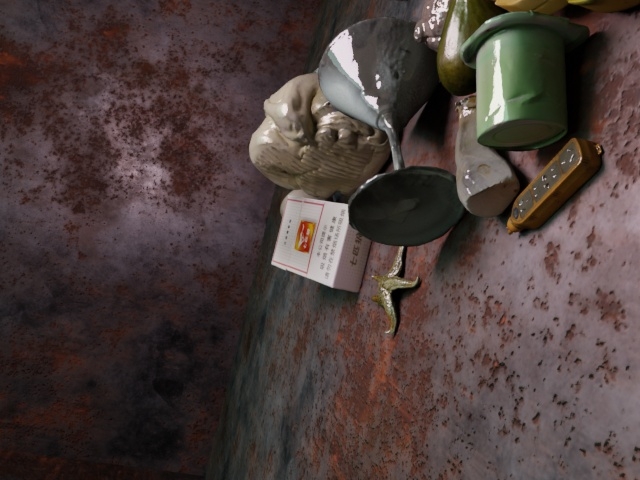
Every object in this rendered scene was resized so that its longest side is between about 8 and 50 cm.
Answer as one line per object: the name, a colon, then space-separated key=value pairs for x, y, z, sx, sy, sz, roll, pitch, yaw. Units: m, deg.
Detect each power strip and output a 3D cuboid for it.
power strip: x=0.298 y=-0.063 z=0.753 sx=0.178 sy=0.028 sz=0.049 roll=119 pitch=159 yaw=-49

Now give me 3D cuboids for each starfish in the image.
starfish: x=0.148 y=0.087 z=1.193 sx=0.223 sy=0.050 sz=0.217 roll=-21 pitch=49 yaw=67

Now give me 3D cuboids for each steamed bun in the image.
steamed bun: x=0.002 y=-0.286 z=1.485 sx=0.352 sy=0.339 sz=0.247 roll=128 pitch=152 yaw=-58

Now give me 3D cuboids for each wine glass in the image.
wine glass: x=0.140 y=-0.206 z=1.090 sx=0.267 sy=0.267 sz=0.406 roll=118 pitch=155 yaw=-45

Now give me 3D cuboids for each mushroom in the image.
mushroom: x=0.252 y=-0.137 z=0.903 sx=0.092 sy=0.081 sz=0.223 roll=112 pitch=167 yaw=-51

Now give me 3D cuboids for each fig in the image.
fig: x=0.233 y=-0.319 z=0.907 sx=0.133 sy=0.185 sz=0.127 roll=3 pitch=56 yaw=45

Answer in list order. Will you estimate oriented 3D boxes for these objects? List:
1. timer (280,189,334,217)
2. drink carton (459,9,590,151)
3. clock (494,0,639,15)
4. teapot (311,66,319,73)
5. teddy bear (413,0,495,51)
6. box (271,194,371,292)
timer: x=-0.005 y=-0.023 z=1.743 sx=0.175 sy=0.175 sz=0.266 roll=-64 pitch=37 yaw=40
drink carton: x=0.271 y=-0.207 z=0.782 sx=0.146 sy=0.144 sz=0.142 roll=149 pitch=127 yaw=-71
clock: x=0.321 y=-0.409 z=0.699 sx=0.317 sy=0.200 sz=0.244 roll=-129 pitch=51 yaw=-63
teapot: x=0.022 y=-0.368 z=1.773 sx=0.344 sy=0.253 sz=0.300 roll=-87 pitch=-14 yaw=-61
teddy bear: x=0.263 y=-0.464 z=1.015 sx=0.236 sy=0.151 sz=0.267 roll=-132 pitch=56 yaw=-73
box: x=0.000 y=0.001 z=1.535 sx=0.330 sy=0.095 sz=0.210 roll=15 pitch=92 yaw=58
